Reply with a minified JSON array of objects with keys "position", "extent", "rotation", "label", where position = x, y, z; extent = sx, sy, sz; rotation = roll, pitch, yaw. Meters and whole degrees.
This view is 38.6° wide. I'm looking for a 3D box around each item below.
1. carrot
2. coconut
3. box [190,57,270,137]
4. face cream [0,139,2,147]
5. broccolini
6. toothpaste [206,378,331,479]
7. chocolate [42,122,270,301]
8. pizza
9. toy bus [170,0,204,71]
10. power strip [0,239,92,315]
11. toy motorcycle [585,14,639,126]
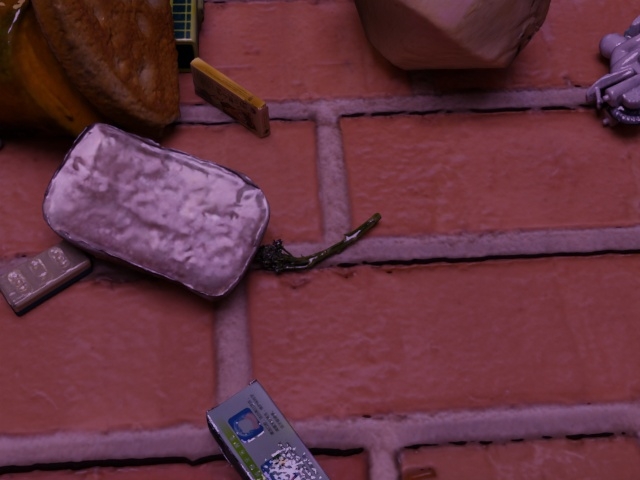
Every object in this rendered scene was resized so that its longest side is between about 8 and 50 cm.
[{"position":[-0.447,-0.283,1.331],"extent":[0.340,0.241,0.242],"rotation":[13,59,9],"label":"carrot"},{"position":[0.193,-0.413,1.383],"extent":[0.352,0.353,0.353],"rotation":[1,58,-1],"label":"coconut"},{"position":[-0.137,-0.216,1.393],"extent":[0.149,0.073,0.020],"rotation":[35,65,20],"label":"box"},{"position":[-0.518,-0.133,1.361],"extent":[0.083,0.021,0.040],"rotation":[-39,66,-23],"label":"face cream"},{"position":[0.001,0.007,1.284],"extent":[0.194,0.054,0.052],"rotation":[-16,90,-19],"label":"broccolini"},{"position":[-0.012,0.320,1.063],"extent":[0.081,0.067,0.336],"rotation":[-31,64,-19],"label":"toothpaste"},{"position":[-0.222,-0.032,1.260],"extent":[0.303,0.100,0.185],"rotation":[21,64,11],"label":"chocolate"},{"position":[-0.307,-0.277,1.272],"extent":[0.087,0.268,0.258],"rotation":[-6,90,27],"label":"pizza"},{"position":[-0.239,-0.360,1.473],"extent":[0.101,0.088,0.175],"rotation":[-1,60,-4],"label":"toy bus"},{"position":[-0.375,0.046,1.246],"extent":[0.123,0.032,0.056],"rotation":[-33,66,-21],"label":"power strip"},{"position":[0.515,-0.283,1.440],"extent":[0.260,0.110,0.171],"rotation":[-43,52,-17],"label":"toy motorcycle"}]
